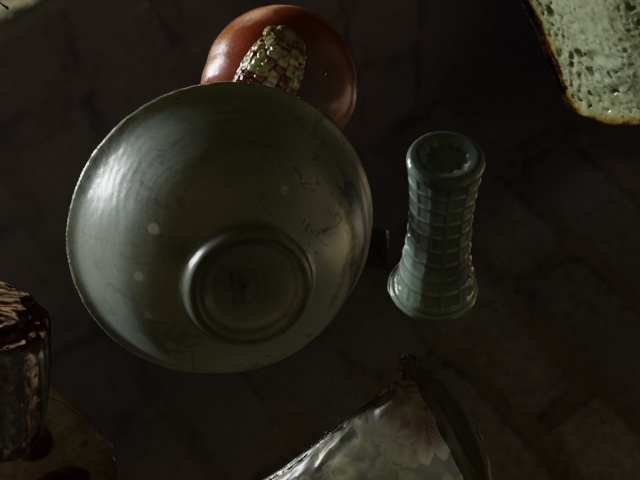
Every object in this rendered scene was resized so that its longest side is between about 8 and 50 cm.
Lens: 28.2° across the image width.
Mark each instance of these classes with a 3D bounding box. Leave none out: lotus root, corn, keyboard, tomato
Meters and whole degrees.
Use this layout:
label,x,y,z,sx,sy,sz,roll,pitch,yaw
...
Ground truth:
label,x,y,z,sx,sy,sz,roll,pitch,yaw
lotus root,-0.339,0.231,1.283,0.272,0.272,0.192,59,177,-18
corn,-0.086,-0.132,1.492,0.086,0.253,0.086,26,-168,-6
keyboard,0.000,0.000,2.067,0.023,0.231,0.072,-43,-44,-65
tomato,-0.064,-0.248,2.034,0.224,0.256,0.256,-6,121,52

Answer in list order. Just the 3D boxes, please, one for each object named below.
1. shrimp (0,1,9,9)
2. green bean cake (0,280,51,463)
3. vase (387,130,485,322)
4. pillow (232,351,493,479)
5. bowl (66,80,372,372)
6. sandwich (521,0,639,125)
label,x,y,z,sx,sy,sz,roll,pitch,yaw
shrimp,-0.439,-0.323,1.232,0.145,0.116,0.343,15,154,48
green bean cake,-0.296,0.077,0.848,0.198,0.232,0.097,-126,40,-78
vase,0.178,-0.023,1.907,0.143,0.143,0.299,47,153,34
pillow,0.039,0.228,1.152,0.059,0.255,0.169,10,-134,-61
bowl,-0.079,0.017,1.209,0.313,0.313,0.146,61,177,-27
sandwich,0.358,-0.277,1.499,0.271,0.099,0.301,14,138,58
